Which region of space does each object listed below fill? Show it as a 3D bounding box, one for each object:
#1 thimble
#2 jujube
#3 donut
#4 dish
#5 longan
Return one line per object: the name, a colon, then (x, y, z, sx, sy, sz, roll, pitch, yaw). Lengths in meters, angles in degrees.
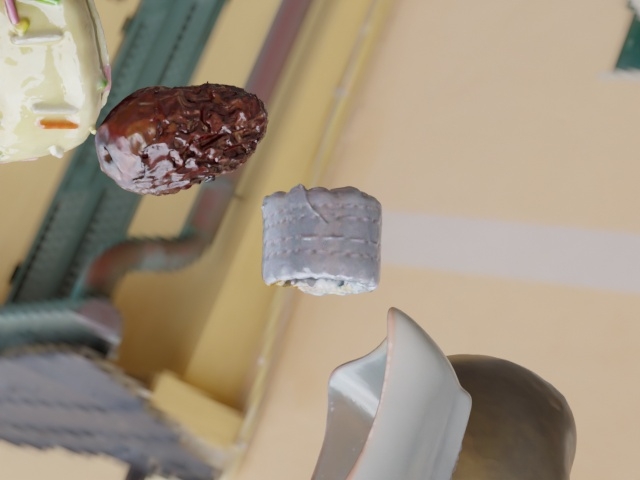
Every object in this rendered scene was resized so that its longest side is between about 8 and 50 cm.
thimble: (0.003, 0.000, 2.041, 0.151, 0.117, 0.127, -6, 167, 40)
jujube: (-0.117, -0.095, 1.513, 0.104, 0.166, 0.104, 36, 137, 42)
donut: (-0.351, -0.224, 1.813, 0.371, 0.150, 0.307, -4, 111, 63)
dish: (0.038, 0.143, 1.132, 0.077, 0.151, 0.212, 21, 161, -4)
longan: (0.134, 0.215, 1.610, 0.248, 0.248, 0.248, 21, 164, 6)
